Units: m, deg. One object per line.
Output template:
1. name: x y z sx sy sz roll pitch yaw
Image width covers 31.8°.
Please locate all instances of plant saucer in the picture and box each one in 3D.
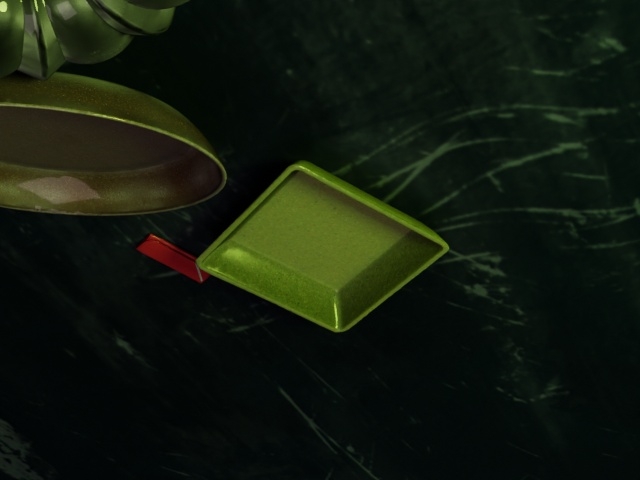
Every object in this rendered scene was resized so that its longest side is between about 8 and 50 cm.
1. plant saucer: 0.000 0.000 1.130 0.188 0.045 0.188 27 134 -23
2. plant saucer: -0.236 -0.083 0.980 0.310 0.050 0.310 2 165 0

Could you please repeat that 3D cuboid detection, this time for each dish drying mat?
1. dish drying mat: -0.154 0.020 1.196 0.083 0.008 0.032 29 135 -25

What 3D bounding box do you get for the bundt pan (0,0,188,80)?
1. bundt pan: -0.200 -0.216 0.738 0.331 0.124 0.331 -16 158 -7
